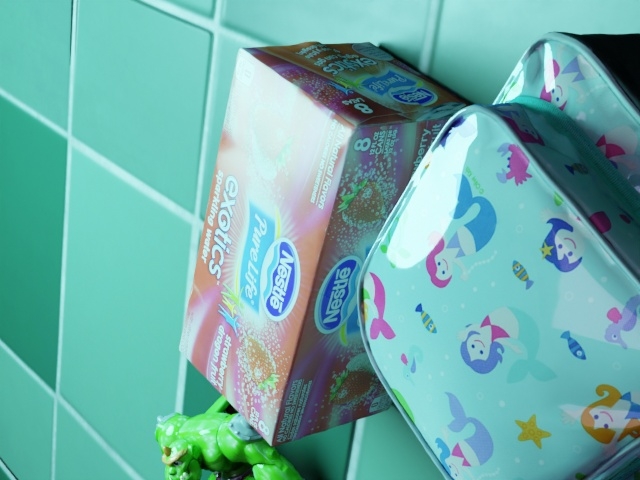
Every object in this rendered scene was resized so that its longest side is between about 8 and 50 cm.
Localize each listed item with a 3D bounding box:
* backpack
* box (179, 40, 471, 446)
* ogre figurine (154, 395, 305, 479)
[{"bbox_3d":[0.136,0.043,0.598,0.225,0.191,0.253,57,141,25],"label":"backpack"},{"bbox_3d":[0.000,0.000,0.793,0.128,0.123,0.256,40,127,38],"label":"box"},{"bbox_3d":[-0.082,0.202,0.973,0.197,0.097,0.118,1,118,66],"label":"ogre figurine"}]
